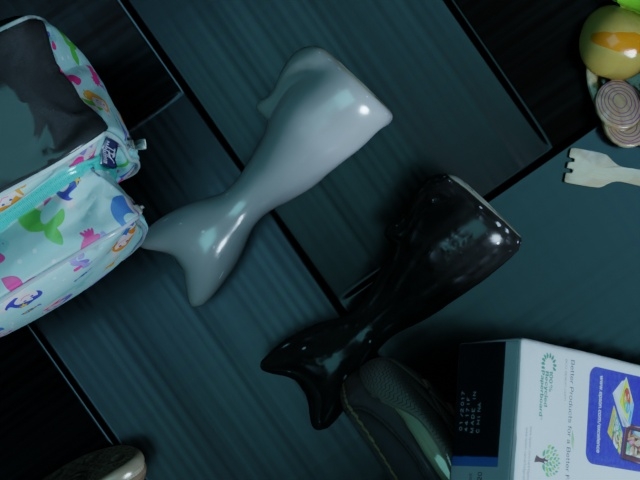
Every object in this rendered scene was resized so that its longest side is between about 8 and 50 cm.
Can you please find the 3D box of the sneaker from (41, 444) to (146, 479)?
[{"bbox_3d":[-0.201,0.224,1.113,0.188,0.066,0.071,-31,108,7],"label":"sneaker"}]

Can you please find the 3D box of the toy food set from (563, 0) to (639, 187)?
[{"bbox_3d":[0.256,-0.129,1.096,0.132,0.038,0.192,9,92,0],"label":"toy food set"}]

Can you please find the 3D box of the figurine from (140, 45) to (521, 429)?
[{"bbox_3d":[0.000,0.000,1.085,0.215,0.092,0.209,44,96,0],"label":"figurine"}]

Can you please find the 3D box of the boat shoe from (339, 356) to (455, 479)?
[{"bbox_3d":[0.099,0.253,1.058,0.130,0.132,0.355,-30,98,7],"label":"boat shoe"}]

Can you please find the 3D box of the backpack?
[{"bbox_3d":[-0.230,-0.035,1.001,0.225,0.253,0.191,-31,96,-2],"label":"backpack"}]

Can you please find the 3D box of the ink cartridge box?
[{"bbox_3d":[0.224,0.173,1.026,0.333,0.065,0.165,15,73,-37],"label":"ink cartridge box"}]
